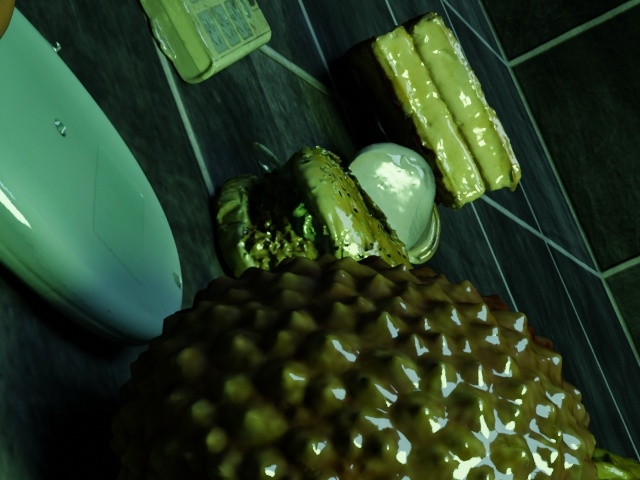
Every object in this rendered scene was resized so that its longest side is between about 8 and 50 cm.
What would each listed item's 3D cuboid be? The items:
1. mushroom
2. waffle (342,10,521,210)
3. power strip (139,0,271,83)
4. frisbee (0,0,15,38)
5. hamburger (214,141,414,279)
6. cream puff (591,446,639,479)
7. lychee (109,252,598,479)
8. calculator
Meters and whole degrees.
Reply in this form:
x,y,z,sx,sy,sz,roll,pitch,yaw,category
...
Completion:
x,y,z,sx,sy,sz,roll,pitch,yaw,category
0.073,-0.036,1.536,0.225,0.093,0.116,15,77,-81,mushroom
0.120,-0.141,1.677,0.213,0.091,0.308,62,-1,-5,waffle
-0.094,-0.200,1.339,0.092,0.034,0.268,61,16,-8,power strip
-0.253,-0.200,0.786,0.251,0.021,0.251,43,22,-23,frisbee
0.000,0.000,1.188,0.185,0.113,0.177,65,17,2,hamburger
0.309,0.312,1.527,0.244,0.244,0.196,36,63,-59,cream puff
0.012,0.123,0.813,0.267,0.267,0.267,55,18,-28,lychee
-0.170,-0.056,0.864,0.299,0.041,0.185,51,20,-35,calculator
